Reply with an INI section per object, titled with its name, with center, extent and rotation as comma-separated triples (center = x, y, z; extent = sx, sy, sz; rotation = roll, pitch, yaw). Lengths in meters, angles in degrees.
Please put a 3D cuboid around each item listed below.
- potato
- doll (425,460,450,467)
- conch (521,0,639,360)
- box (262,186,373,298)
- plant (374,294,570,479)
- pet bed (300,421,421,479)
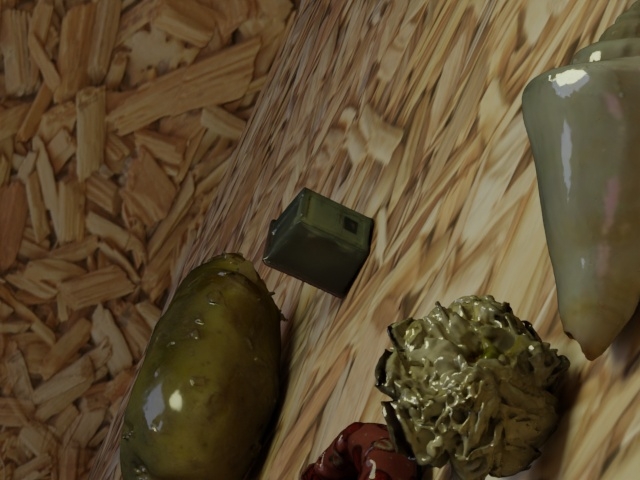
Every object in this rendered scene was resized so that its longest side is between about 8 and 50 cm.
[potato]
center = -0.107, 0.138, 1.907
extent = 0.192, 0.141, 0.296
rotation = 95, -174, -52
[doll]
center = 0.073, 0.104, 1.171
extent = 0.083, 0.050, 0.076
rotation = 128, 143, -59
[conch]
center = 0.152, -0.031, 0.973
extent = 0.104, 0.094, 0.176
rotation = -12, 84, 64
[box]
center = 0.000, 0.000, 1.744
extent = 0.063, 0.084, 0.060
rotation = -54, 16, 41
[plant]
center = 0.077, 0.094, 1.047
extent = 0.116, 0.104, 0.122
rotation = -50, -30, -35
[pet bed]
center = 0.015, 0.210, 1.274
extent = 0.201, 0.053, 0.201
rotation = -162, 90, -77
